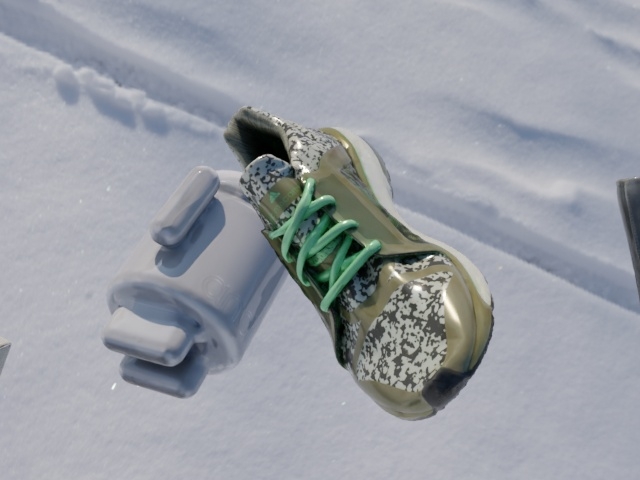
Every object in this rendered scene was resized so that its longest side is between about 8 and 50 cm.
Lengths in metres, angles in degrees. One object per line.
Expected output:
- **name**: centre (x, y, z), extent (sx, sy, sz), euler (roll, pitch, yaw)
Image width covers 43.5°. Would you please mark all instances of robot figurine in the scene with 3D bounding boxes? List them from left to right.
- **robot figurine**: centre (-0.154, 0.043, 1.105), extent (0.200, 0.300, 0.353), euler (14, 50, 18)

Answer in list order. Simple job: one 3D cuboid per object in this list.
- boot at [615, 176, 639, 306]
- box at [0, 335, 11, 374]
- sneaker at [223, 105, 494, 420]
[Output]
- **boot**: centre (0.371, 0.037, 0.828), extent (0.190, 0.076, 0.208), euler (4, 72, -49)
- **box**: centre (-0.462, 0.220, 0.915), extent (0.113, 0.094, 0.275), euler (28, 102, 13)
- **sneaker**: centre (0.000, 0.000, 0.739), extent (0.182, 0.158, 0.410), euler (26, 19, -35)
